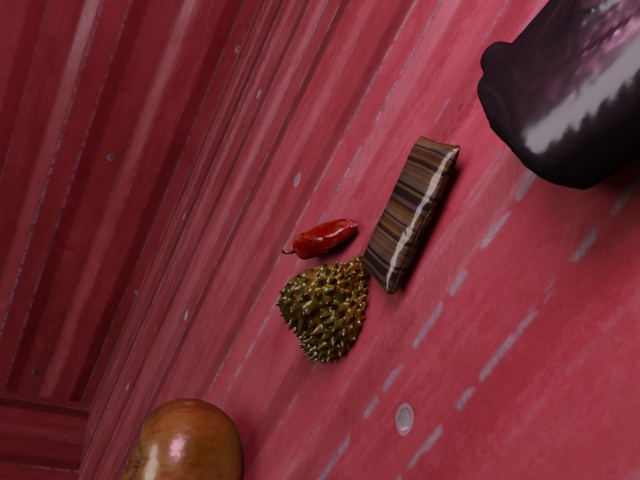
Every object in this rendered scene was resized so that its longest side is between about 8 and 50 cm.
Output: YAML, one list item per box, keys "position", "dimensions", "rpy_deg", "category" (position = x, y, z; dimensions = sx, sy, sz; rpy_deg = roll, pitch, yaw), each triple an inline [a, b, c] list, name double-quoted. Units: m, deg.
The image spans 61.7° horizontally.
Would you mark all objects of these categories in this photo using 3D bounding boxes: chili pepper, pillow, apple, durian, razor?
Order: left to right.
- position: [-0.247, 0.410, 0.967]
  dimensions: [0.261, 0.193, 0.261]
  rpy_deg: [-49, 30, 41]
  category: "apple"
- position: [-0.011, 0.107, 0.787]
  dimensions: [0.187, 0.108, 0.119]
  rpy_deg: [-55, 29, 32]
  category: "durian"
- position: [0.001, 0.000, 0.907]
  dimensions: [0.191, 0.050, 0.059]
  rpy_deg: [-21, 16, 47]
  category: "chili pepper"
- position: [0.116, -0.038, 0.710]
  dimensions: [0.204, 0.038, 0.113]
  rpy_deg: [-66, 22, 11]
  category: "pillow"
- position: [0.271, -0.202, 0.406]
  dimensions: [0.349, 0.113, 0.205]
  rpy_deg: [-54, 28, 38]
  category: "razor"
